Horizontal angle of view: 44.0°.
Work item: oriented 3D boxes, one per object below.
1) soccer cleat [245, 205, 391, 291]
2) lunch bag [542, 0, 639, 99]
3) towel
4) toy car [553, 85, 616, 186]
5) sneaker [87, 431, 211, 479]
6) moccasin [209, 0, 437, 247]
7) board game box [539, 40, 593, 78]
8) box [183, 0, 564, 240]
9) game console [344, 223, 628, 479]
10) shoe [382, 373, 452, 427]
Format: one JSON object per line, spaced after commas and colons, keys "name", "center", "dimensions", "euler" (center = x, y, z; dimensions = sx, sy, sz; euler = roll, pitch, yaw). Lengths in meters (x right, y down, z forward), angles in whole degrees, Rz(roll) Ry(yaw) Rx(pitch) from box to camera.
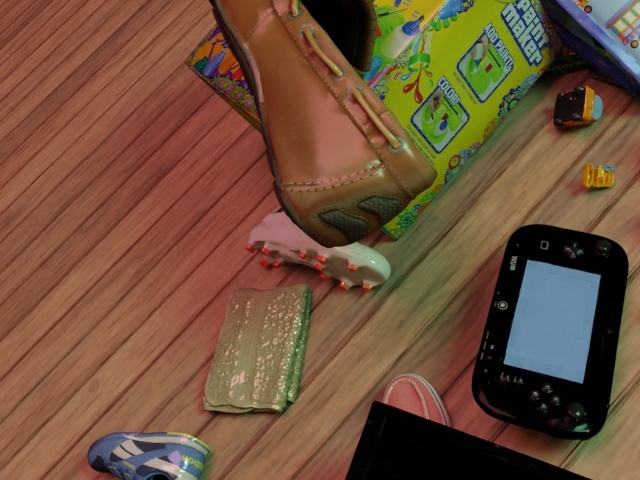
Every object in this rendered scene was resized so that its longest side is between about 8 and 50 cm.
{"name": "soccer cleat", "center": [0.000, 0.000, 0.853], "dimensions": [0.196, 0.068, 0.076], "euler": [13, 60, 42]}
{"name": "lunch bag", "center": [0.322, -0.294, 0.784], "dimensions": [0.221, 0.138, 0.293], "euler": [-42, 65, 8]}
{"name": "towel", "center": [-0.065, 0.111, 0.831], "dimensions": [0.110, 0.027, 0.148], "euler": [-7, 53, 27]}
{"name": "toy car", "center": [0.265, -0.098, 0.794], "dimensions": [0.040, 0.060, 0.122], "euler": [7, 70, -15]}
{"name": "sneaker", "center": [-0.180, 0.227, 0.795], "dimensions": [0.144, 0.053, 0.059], "euler": [-10, 53, 28]}
{"name": "moccasin", "center": [-0.005, -0.180, 0.685], "dimensions": [0.147, 0.139, 0.380], "euler": [-30, 52, 16]}
{"name": "board game box", "center": [0.261, -0.292, 0.943], "dimensions": [0.136, 0.030, 0.260], "euler": [-11, 51, 29]}
{"name": "box", "center": [0.049, -0.207, 0.881], "dimensions": [0.279, 0.177, 0.290], "euler": [-49, 45, 2]}
{"name": "game console", "center": [0.152, 0.124, 0.614], "dimensions": [0.213, 0.044, 0.361], "euler": [18, 54, 8]}
{"name": "shoe", "center": [0.070, 0.177, 0.652], "dimensions": [0.063, 0.081, 0.178], "euler": [-19, 48, 19]}
